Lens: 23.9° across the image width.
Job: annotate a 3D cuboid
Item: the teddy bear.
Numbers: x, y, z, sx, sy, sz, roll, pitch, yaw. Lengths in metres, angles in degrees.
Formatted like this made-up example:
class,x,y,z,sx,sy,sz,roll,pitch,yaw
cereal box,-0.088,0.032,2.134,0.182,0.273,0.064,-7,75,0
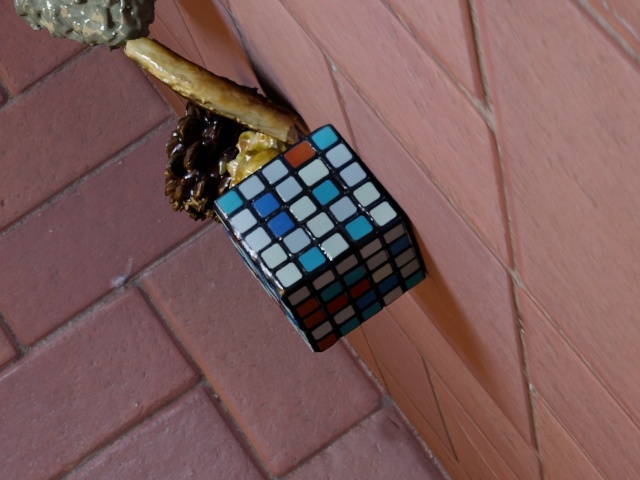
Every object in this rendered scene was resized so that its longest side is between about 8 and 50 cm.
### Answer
class,x,y,z,sx,sy,sz,roll,pitch,yaw
teddy bear,-0.356,-0.473,2.168,0.357,0.224,0.368,-89,-8,-70

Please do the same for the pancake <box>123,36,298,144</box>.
class,x,y,z,sx,sy,sz,roll,pitch,yaw
pancake,-0.133,-0.219,2.141,0.266,0.057,0.244,33,-165,8

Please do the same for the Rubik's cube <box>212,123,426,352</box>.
class,x,y,z,sx,sy,sz,roll,pitch,yaw
Rubik's cube,0.000,0.000,1.920,0.184,0.187,0.182,53,174,30

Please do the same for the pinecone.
class,x,y,z,sx,sy,sz,roll,pitch,yaw
pinecone,-0.143,-0.123,2.371,0.221,0.221,0.221,54,174,8

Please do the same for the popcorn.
class,x,y,z,sx,sy,sz,roll,pitch,yaw
popcorn,-0.065,-0.078,2.209,0.170,0.180,0.180,10,180,-14
